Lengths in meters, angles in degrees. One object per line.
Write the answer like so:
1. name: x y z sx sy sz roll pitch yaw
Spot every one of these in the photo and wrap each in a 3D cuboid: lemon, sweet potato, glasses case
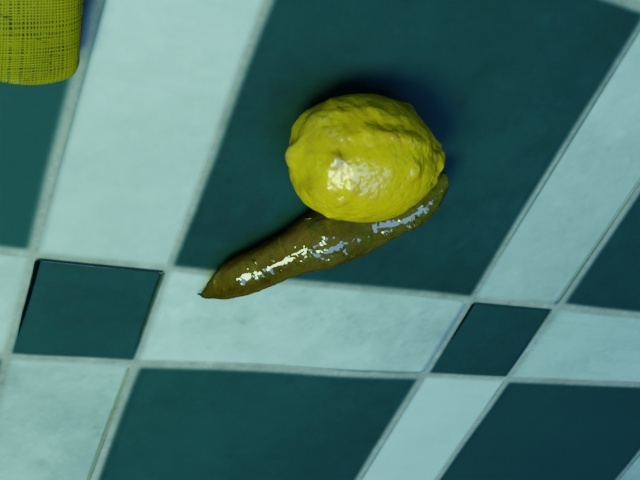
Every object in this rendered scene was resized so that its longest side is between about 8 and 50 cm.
1. lemon: 0.040 -0.072 0.782 0.155 0.114 0.114 -3 129 -27
2. sweet potato: 0.000 0.000 0.864 0.274 0.067 0.067 -22 134 4
3. glasses case: -0.196 -0.212 0.592 0.079 0.064 0.234 -4 130 -22
